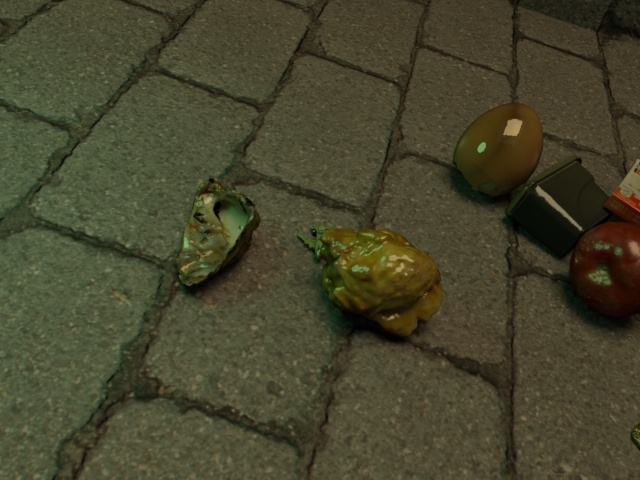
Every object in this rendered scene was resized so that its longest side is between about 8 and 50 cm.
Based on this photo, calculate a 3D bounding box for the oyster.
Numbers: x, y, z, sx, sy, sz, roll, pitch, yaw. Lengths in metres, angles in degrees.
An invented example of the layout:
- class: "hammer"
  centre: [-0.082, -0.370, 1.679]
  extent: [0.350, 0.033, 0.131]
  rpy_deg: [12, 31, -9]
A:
- class: "oyster"
  centre: [-0.213, -0.006, 1.553]
  extent: [0.166, 0.094, 0.294]
  rpy_deg: [8, 46, 16]

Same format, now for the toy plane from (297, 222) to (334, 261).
- class: "toy plane"
  centre: [0.000, 0.000, 1.649]
  extent: [0.102, 0.040, 0.111]
  rpy_deg: [0, 37, 7]

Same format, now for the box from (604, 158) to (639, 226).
- class: "box"
  centre: [0.854, -0.070, 1.924]
  extent: [0.273, 0.048, 0.265]
  rpy_deg: [35, 39, 14]

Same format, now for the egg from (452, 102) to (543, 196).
- class: "egg"
  centre: [0.447, -0.228, 1.950]
  extent: [0.201, 0.244, 0.201]
  rpy_deg: [31, 9, -6]

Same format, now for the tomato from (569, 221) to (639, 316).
- class: "tomato"
  centre: [0.648, 0.063, 1.700]
  extent: [0.184, 0.208, 0.208]
  rpy_deg: [0, 40, -44]

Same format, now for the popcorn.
- class: "popcorn"
  centre: [0.116, 0.064, 1.504]
  extent: [0.254, 0.190, 0.191]
  rpy_deg: [15, 46, -11]

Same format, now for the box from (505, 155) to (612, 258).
- class: "box"
  centre: [0.596, -0.080, 1.917]
  extent: [0.274, 0.138, 0.178]
  rpy_deg: [-26, 65, -41]

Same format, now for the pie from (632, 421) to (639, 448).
- class: "pie"
  centre: [0.623, 0.373, 1.466]
  extent: [0.085, 0.020, 0.084]
  rpy_deg: [11, 39, -9]
